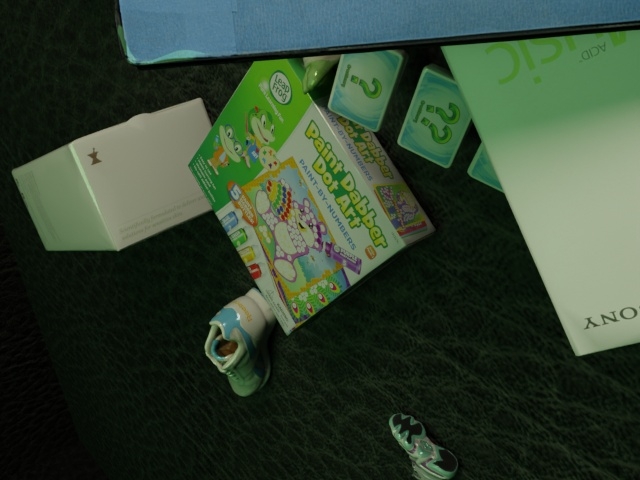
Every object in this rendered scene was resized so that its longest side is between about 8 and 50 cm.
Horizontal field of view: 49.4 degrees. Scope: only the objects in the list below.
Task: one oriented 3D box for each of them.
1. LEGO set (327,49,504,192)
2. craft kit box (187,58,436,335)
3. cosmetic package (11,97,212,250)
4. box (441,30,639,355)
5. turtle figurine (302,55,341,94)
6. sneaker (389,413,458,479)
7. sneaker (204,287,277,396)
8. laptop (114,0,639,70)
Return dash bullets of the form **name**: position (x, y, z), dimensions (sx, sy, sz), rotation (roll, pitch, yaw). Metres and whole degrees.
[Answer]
- **LEGO set**: position (0.105, -0.144, 0.481), dimensions (0.182, 0.060, 0.244), rotation (29, 136, 10)
- **craft kit box**: position (-0.026, -0.051, 0.760), dimensions (0.250, 0.061, 0.246), rotation (58, 137, 10)
- **cosmetic package**: position (-0.306, -0.087, 1.036), dimensions (0.365, 0.197, 0.155), rotation (1, 114, 56)
- **box**: position (0.186, -0.113, 0.362), dimensions (0.232, 0.058, 0.322), rotation (-22, 96, 34)
- **turtle figurine**: position (-0.082, -0.237, 0.565), dimensions (0.266, 0.274, 0.198), rotation (43, 114, -9)
- **sneaker**: position (0.115, 0.258, 0.830), dimensions (0.098, 0.038, 0.069), rotation (42, 142, 30)
- **sneaker**: position (-0.130, 0.169, 1.066), dimensions (0.087, 0.092, 0.228), rotation (41, 143, 29)
- **laptop**: position (0.041, -0.272, 0.183), dimensions (0.408, 0.382, 0.236), rotation (56, -145, -66)
